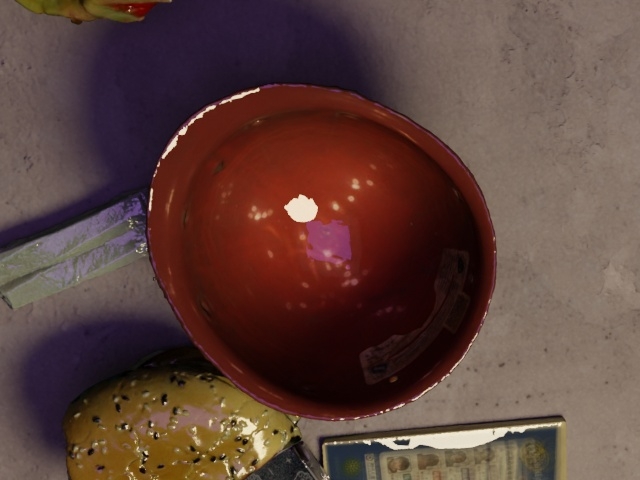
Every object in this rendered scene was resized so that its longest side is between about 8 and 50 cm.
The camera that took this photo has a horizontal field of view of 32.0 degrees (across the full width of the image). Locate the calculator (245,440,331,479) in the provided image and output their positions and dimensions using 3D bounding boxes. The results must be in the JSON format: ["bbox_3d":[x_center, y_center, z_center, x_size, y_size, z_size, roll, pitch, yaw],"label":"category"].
[{"bbox_3d":[-0.099,0.377,1.439,0.274,0.028,0.166,-34,100,7],"label":"calculator"}]

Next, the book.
[{"bbox_3d":[0.167,0.352,1.470,0.322,0.018,0.228,-4,103,-4],"label":"book"}]

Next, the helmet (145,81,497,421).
[{"bbox_3d":[0.000,0.000,1.270,0.385,0.230,0.338,33,97,-2],"label":"helmet"}]

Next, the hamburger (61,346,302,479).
[{"bbox_3d":[-0.177,0.220,1.333,0.288,0.168,0.192,-25,106,1],"label":"hamburger"}]

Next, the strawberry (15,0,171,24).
[{"bbox_3d":[-0.245,-0.407,1.170,0.292,0.292,0.344,15,77,-8],"label":"strawberry"}]

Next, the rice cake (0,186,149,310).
[{"bbox_3d":[-0.294,0.013,1.343,0.226,0.040,0.085,-23,104,0],"label":"rice cake"}]
